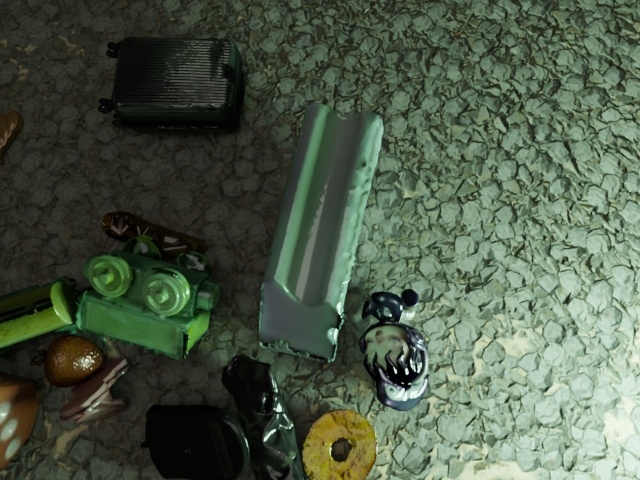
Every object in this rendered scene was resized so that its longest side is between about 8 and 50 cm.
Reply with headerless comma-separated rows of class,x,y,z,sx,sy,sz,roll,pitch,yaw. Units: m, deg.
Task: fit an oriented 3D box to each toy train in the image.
toy train,-0.614,0.150,0.882,0.308,0.189,0.126,-18,74,-5
toy train,-0.338,0.109,0.890,0.272,0.159,0.188,14,107,5

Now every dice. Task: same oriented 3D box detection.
dice,-0.674,0.342,0.847,0.175,0.174,0.179,15,76,4

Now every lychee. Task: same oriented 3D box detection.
lychee,-0.516,0.247,0.903,0.140,0.114,0.101,-17,68,-17

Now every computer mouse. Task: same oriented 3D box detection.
computer mouse,-0.232,0.379,0.856,0.264,0.088,0.147,-9,95,21

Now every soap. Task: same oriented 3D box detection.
soap,0.000,0.000,0.865,0.156,0.261,0.446,12,78,4

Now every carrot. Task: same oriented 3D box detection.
carrot,-0.364,-0.008,0.979,0.229,0.069,0.069,18,78,5

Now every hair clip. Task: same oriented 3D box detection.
hair clip,-0.444,0.294,0.872,0.123,0.138,0.102,-31,72,2

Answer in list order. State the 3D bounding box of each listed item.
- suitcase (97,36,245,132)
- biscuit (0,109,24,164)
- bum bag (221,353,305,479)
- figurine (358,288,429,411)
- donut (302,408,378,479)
suitcase,-0.332,-0.354,1.028,0.312,0.128,0.202,2,77,1
biscuit,-0.824,-0.227,1.065,0.250,0.035,0.162,-41,74,-6
bum bag,-0.098,0.378,0.853,0.144,0.095,0.340,-30,72,36
figurine,0.147,0.220,0.888,0.145,0.145,0.222,3,66,2
donut,0.037,0.404,0.871,0.152,0.058,0.151,0,76,1
